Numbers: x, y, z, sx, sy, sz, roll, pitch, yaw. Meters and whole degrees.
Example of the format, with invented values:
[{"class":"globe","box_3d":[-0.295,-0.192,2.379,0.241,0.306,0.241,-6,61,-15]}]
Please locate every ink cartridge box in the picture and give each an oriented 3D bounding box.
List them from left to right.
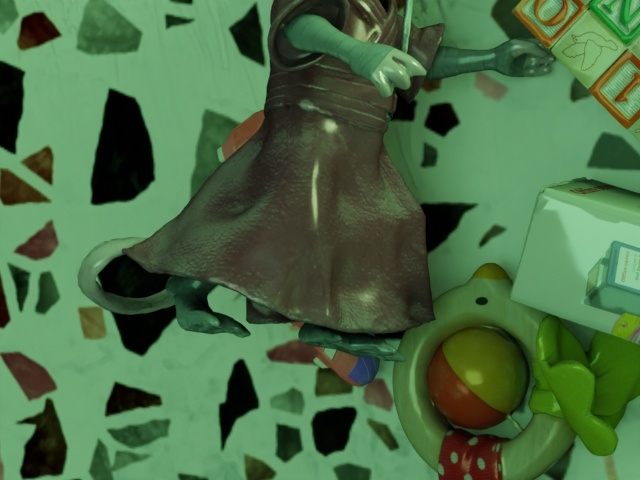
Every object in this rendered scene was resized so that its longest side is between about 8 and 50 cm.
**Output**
[{"class":"ink cartridge box","box_3d":[0.265,0.026,1.082,0.212,0.154,0.093,20,102,21]}]

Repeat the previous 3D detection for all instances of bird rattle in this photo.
[{"class":"bird rattle","box_3d":[0.145,0.138,1.185,0.207,0.143,0.253,53,124,25]}]

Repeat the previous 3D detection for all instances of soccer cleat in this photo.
[{"class":"soccer cleat","box_3d":[0.000,0.000,1.241,0.095,0.083,0.248,-29,78,18]}]

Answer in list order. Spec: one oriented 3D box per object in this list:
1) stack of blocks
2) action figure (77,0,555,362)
[{"class":"stack of blocks","box_3d":[0.309,-0.126,1.091,0.297,0.087,0.171,48,109,14]},{"class":"action figure","box_3d":[0.006,-0.101,1.150,0.275,0.248,0.370,5,84,33]}]
